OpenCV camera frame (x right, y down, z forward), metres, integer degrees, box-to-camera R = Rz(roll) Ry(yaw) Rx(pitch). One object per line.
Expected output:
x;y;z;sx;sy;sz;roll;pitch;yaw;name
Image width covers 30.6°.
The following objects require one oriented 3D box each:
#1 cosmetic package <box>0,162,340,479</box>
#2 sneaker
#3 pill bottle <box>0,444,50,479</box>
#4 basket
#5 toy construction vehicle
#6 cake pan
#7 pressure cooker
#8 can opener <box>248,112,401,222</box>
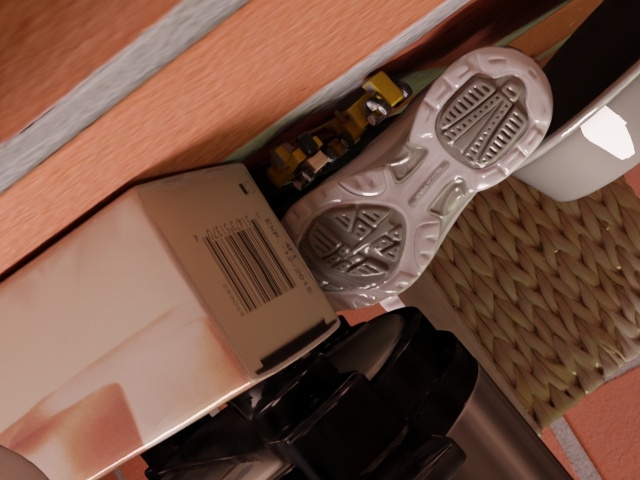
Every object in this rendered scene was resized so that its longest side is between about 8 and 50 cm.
-0.155;0.086;0.733;0.296;0.129;0.153;-32;178;24;cosmetic package
0.063;-0.041;0.780;0.232;0.090;0.115;-40;-173;21;sneaker
-0.136;0.211;0.353;0.229;0.407;0.229;-31;176;-2;pill bottle
0.194;0.017;1.295;0.266;0.331;0.328;-37;177;-2;basket
0.007;-0.072;0.762;0.086;0.035;0.098;-42;-178;-17;toy construction vehicle
0.228;-0.137;0.793;0.293;0.054;0.293;-48;-175;6;cake pan
0.021;0.253;0.915;0.370;0.420;0.375;-37;-175;21;pressure cooker
0.001;-0.047;0.835;0.186;0.059;0.073;-17;-147;-24;can opener
